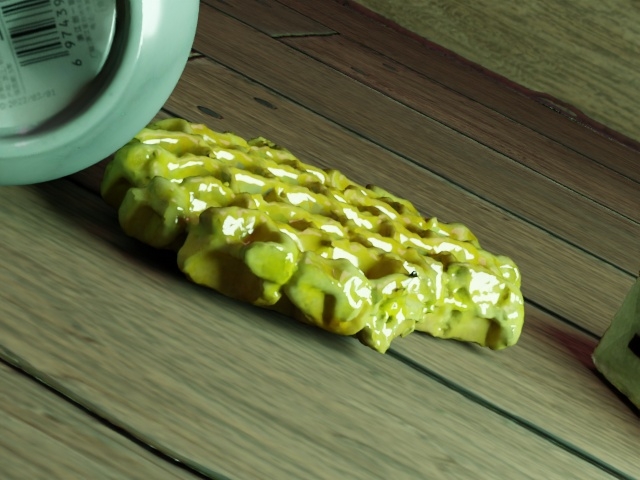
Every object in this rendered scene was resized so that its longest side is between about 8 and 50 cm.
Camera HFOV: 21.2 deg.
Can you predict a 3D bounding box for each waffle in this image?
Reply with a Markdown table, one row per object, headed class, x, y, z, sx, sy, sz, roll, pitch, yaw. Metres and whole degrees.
| class | x | y | z | sx | sy | sz | roll | pitch | yaw |
| --- | --- | --- | --- | --- | --- | --- | --- | --- | --- |
| waffle | 0.000 | 0.001 | 0.951 | 0.249 | 0.056 | 0.253 | 25 | 12 | 3 |

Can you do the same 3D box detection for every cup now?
| class | x | y | z | sx | sy | sz | roll | pitch | yaw |
| --- | --- | --- | --- | --- | --- | --- | --- | --- | --- |
| cup | -0.169 | -0.157 | 0.929 | 0.205 | 0.205 | 0.312 | 22 | 15 | -13 |

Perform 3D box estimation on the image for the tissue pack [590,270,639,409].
| class | x | y | z | sx | sy | sz | roll | pitch | yaw |
| --- | --- | --- | --- | --- | --- | --- | --- | --- | --- |
| tissue pack | 0.305 | 0.103 | 1.029 | 0.226 | 0.092 | 0.183 | 19 | 15 | -27 |
